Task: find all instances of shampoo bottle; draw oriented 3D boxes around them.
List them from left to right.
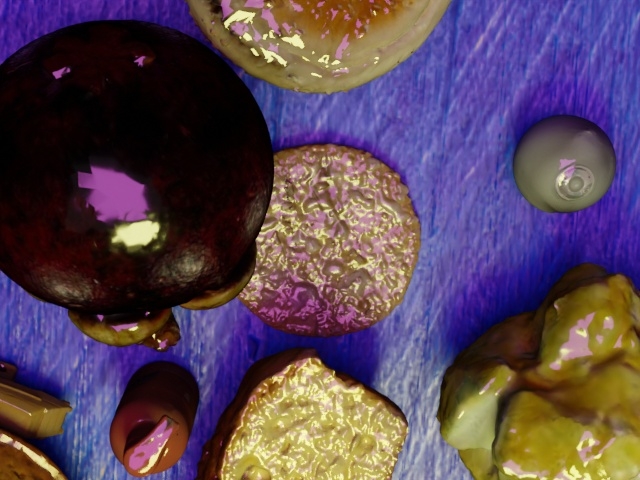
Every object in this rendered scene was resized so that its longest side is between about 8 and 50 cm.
[{"bbox_3d":[-0.167,0.184,1.460,0.085,0.244,0.085,0,97,-3],"label":"shampoo bottle"}]

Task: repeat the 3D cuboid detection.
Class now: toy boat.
[{"bbox_3d":[-0.361,0.157,1.537,0.200,0.077,0.057,21,110,-7],"label":"toy boat"}]

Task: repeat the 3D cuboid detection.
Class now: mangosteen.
[{"bbox_3d":[-0.192,-0.041,1.414,0.307,0.307,0.347,-4,129,0],"label":"mangosteen"}]

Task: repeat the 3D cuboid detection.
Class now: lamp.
[{"bbox_3d":[0.250,-0.078,1.500,0.105,0.105,0.105,0,98,-1],"label":"lamp"}]

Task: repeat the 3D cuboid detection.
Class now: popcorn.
[{"bbox_3d":[0.250,0.157,1.474,0.276,0.225,0.276,-8,63,16],"label":"popcorn"}]

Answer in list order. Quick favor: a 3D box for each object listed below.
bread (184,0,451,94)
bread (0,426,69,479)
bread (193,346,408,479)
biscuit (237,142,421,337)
[{"bbox_3d":[-0.004,-0.294,1.423,0.305,0.159,0.305,-2,95,-18],"label":"bread"},{"bbox_3d":[-0.395,0.322,1.496,0.312,0.172,0.312,0,114,0],"label":"bread"},{"bbox_3d":[-0.036,0.267,1.510,0.194,0.179,0.340,18,95,-5],"label":"bread"},{"bbox_3d":[0.000,0.000,1.543,0.220,0.033,0.220,0,99,-3],"label":"biscuit"}]
